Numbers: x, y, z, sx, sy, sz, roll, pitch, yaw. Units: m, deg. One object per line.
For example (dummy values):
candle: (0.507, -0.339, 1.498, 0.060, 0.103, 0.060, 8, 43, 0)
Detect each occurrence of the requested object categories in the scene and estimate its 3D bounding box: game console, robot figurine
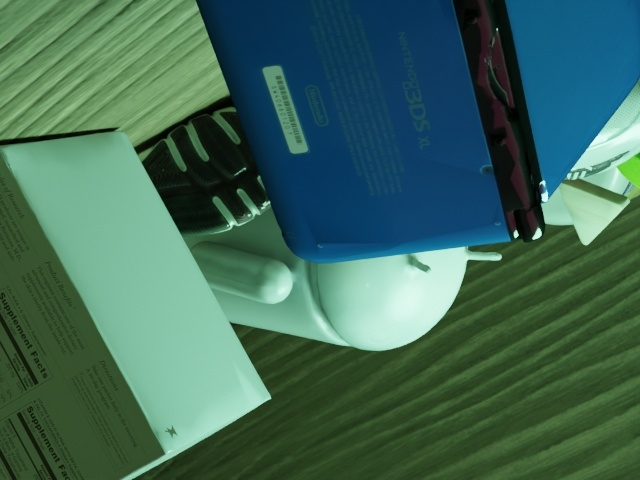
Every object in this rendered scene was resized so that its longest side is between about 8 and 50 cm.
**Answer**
game console: (0.073, -0.151, 1.099, 0.250, 0.293, 0.173, -7, -136, 13)
robot figurine: (0.000, 0.000, 1.741, 0.353, 0.200, 0.300, 9, -156, 37)

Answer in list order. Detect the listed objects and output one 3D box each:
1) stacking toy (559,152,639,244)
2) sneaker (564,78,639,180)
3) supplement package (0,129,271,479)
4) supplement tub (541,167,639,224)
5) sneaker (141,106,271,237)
stacking toy: (0.333, -0.171, 2.006, 0.130, 0.279, 0.309, -39, -178, -40)
sneaker: (0.190, -0.134, 1.808, 0.366, 0.137, 0.210, -5, 176, 8)
supplement package: (-0.192, 0.063, 1.368, 0.145, 0.262, 0.204, -30, 176, 22)
supplement tub: (0.410, -0.168, 2.575, 0.241, 0.241, 0.331, -33, 174, 35)
sneaker: (-0.045, -0.087, 1.626, 0.281, 0.106, 0.162, -30, 178, -2)
